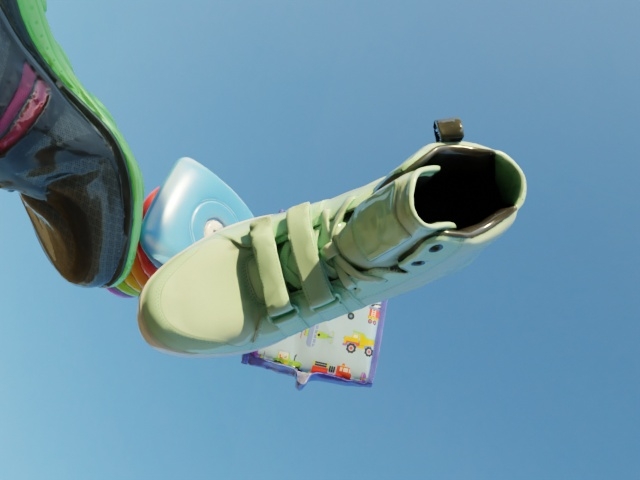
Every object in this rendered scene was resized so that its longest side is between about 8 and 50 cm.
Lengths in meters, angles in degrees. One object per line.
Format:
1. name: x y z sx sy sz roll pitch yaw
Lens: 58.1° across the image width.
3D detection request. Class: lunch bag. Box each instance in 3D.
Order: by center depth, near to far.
1. lunch bag: -0.001 0.118 1.007 0.138 0.221 0.293 106 -3 -56

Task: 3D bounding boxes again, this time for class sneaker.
1. sneaker: 0.000 -0.001 0.363 0.151 0.256 0.094 108 -37 -72
2. sneaker: -0.339 -0.137 0.566 0.185 0.202 0.482 5 -52 33

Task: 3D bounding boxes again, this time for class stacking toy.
1. stacking toy: -0.253 0.021 0.814 0.302 0.175 0.165 -13 -135 33
